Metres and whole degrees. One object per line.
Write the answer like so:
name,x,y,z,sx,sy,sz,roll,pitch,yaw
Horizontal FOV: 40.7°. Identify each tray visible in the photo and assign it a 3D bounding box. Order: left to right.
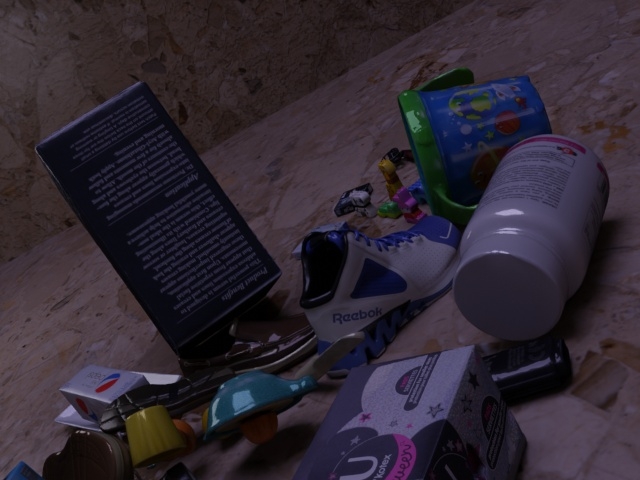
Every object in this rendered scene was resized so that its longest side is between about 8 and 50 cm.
tray,-0.354,0.288,1.515,0.270,0.030,0.145,-6,32,49

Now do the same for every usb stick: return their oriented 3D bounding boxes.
usb stick,0.158,0.178,1.022,0.278,0.045,0.077,-23,14,22

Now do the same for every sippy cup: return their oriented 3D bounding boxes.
sippy cup,0.270,-0.172,1.472,0.224,0.305,0.240,-18,-7,5

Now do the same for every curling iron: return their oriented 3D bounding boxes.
curling iron,0.204,-0.166,1.804,0.068,0.035,0.274,-40,20,-13

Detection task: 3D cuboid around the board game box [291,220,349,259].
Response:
board game box,0.000,0.000,1.716,0.090,0.020,0.090,-11,27,43

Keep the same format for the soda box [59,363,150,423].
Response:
soda box,-0.344,0.259,1.416,0.069,0.074,0.216,-44,24,-30

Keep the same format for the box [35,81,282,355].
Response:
box,-0.274,-0.021,1.487,0.212,0.395,0.293,-35,-3,-13

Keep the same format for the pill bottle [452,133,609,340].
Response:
pill bottle,0.276,-0.008,1.130,0.160,0.160,0.283,-16,24,36

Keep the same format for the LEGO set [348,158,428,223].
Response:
LEGO set,0.137,-0.101,1.652,0.087,0.093,0.227,-38,21,-21

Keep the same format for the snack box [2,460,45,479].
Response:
snack box,-0.500,0.453,1.126,0.322,0.060,0.187,-47,9,1

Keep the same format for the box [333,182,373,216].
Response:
box,0.070,-0.086,1.827,0.067,0.018,0.083,-19,23,30

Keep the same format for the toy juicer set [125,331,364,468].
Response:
toy juicer set,-0.091,0.235,1.162,0.329,0.089,0.209,-21,-18,-12

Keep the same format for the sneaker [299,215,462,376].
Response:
sneaker,0.080,0.034,1.279,0.315,0.182,0.127,-43,24,-30

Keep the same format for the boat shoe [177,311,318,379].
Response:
boat shoe,-0.111,0.164,1.365,0.257,0.095,0.095,-27,20,10

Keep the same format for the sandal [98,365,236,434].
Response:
sandal,-0.221,0.246,1.266,0.219,0.060,0.090,-19,23,2

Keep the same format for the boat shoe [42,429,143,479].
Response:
boat shoe,-0.308,0.318,1.188,0.089,0.104,0.285,6,-19,-32

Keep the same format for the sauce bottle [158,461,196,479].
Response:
sauce bottle,-0.291,0.400,1.041,0.344,0.111,0.111,-32,19,-16

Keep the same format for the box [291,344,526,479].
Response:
box,0.083,0.237,0.841,0.163,0.142,0.247,-17,24,34
